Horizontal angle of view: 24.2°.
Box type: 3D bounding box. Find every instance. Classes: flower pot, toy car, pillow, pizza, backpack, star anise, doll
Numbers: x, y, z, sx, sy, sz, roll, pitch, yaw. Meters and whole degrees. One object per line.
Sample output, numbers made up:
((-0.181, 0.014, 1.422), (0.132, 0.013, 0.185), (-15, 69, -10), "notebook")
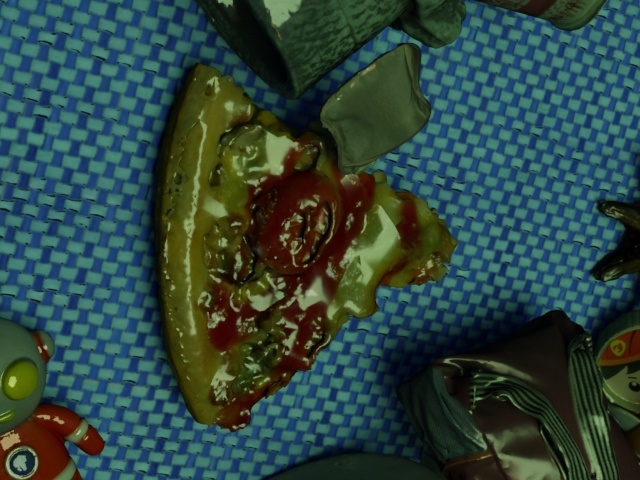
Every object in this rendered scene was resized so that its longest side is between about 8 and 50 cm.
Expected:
((0.021, -0.308, 1.590), (0.283, 0.299, 0.299), (-39, 119, -10), "flower pot")
((0.473, 0.194, 2.062), (0.235, 0.145, 0.235), (5, 118, 10), "toy car")
((0.061, -0.138, 1.612), (0.130, 0.038, 0.233), (-33, 160, -1), "pillow")
((0.000, 0.000, 1.759), (0.406, 0.130, 0.440), (-8, 108, -25), "pizza")
((0.272, 0.267, 1.867), (0.283, 0.197, 0.317), (-18, 76, -35), "backpack")
((0.500, -0.011, 2.048), (0.272, 0.102, 0.272), (1, 108, 2), "star anise")
((-0.348, 0.202, 1.637), (0.199, 0.105, 0.336), (-24, 115, -21), "doll")

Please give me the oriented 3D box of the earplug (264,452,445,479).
((0.047, 0.505, 1.833), (0.312, 0.312, 0.394), (-22, 117, -22), "earplug")

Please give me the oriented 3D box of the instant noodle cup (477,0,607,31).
((0.228, -0.367, 1.731), (0.178, 0.235, 0.235), (3, 103, -19), "instant noodle cup")

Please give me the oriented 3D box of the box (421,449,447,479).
((0.255, 0.336, 2.030), (0.243, 0.067, 0.155), (-12, 109, -26), "box")
